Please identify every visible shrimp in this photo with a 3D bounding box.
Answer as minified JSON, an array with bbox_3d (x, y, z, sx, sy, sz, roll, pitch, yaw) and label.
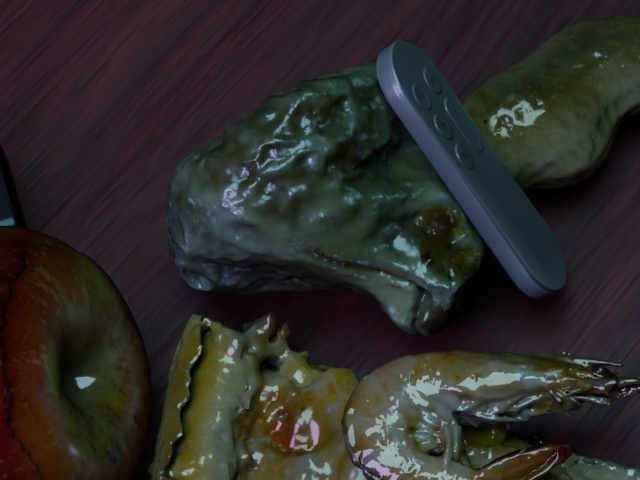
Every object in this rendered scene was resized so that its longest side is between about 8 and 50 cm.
[{"bbox_3d":[0.133,0.138,1.481,0.236,0.053,0.133,-5,48,5],"label":"shrimp"}]

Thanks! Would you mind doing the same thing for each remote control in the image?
[{"bbox_3d":[0.123,-0.057,1.572,0.022,0.245,0.077,-29,14,32],"label":"remote control"}]

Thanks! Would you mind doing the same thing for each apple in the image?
[{"bbox_3d":[-0.261,0.121,1.538,0.206,0.251,0.272,-11,74,23],"label":"apple"}]

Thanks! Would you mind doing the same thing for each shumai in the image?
[{"bbox_3d":[0.000,0.000,1.592,0.260,0.225,0.222,-26,76,14],"label":"shumai"}]

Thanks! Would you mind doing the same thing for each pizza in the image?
[{"bbox_3d":[0.014,0.271,1.490,0.435,0.080,0.392,17,64,22],"label":"pizza"}]

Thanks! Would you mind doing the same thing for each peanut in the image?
[{"bbox_3d":[0.219,-0.118,1.666,0.236,0.110,0.120,-28,40,-14],"label":"peanut"}]

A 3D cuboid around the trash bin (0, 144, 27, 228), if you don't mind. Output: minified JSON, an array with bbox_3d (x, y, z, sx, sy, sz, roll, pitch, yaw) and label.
[{"bbox_3d":[-0.378,-0.005,1.719,0.225,0.115,0.165,-19,57,-4],"label":"trash bin"}]
